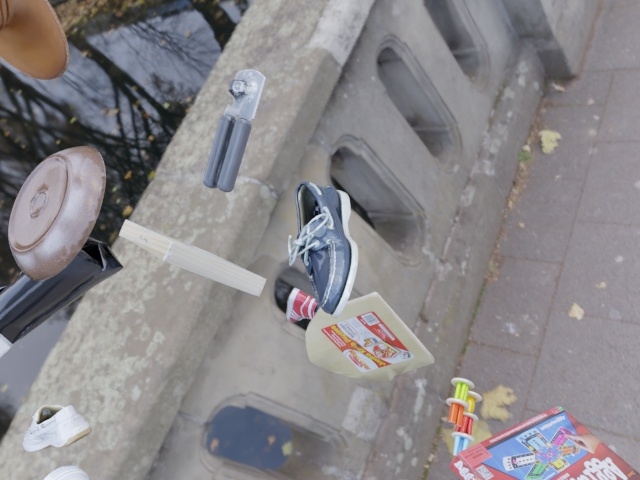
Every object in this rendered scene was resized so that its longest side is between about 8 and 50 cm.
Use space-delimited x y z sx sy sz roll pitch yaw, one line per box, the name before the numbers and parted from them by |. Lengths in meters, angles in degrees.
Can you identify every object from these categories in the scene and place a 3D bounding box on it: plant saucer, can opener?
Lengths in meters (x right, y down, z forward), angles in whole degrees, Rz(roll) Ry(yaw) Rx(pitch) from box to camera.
plant saucer | -0.368 -0.045 0.797 0.198 0.036 0.199 -16 62 31
can opener | -0.183 -0.246 1.325 0.076 0.095 0.284 16 90 19

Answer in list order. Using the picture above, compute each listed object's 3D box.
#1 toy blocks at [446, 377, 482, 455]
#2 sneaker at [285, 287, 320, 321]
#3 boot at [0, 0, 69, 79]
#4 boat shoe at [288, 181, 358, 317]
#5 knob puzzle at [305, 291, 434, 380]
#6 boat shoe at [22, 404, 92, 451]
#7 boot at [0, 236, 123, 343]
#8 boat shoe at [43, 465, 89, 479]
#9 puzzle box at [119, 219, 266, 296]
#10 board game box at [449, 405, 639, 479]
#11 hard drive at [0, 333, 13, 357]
toy blocks | 0.315 0.402 1.317 0.054 0.123 0.148 -1 53 33
sneaker | -0.030 0.139 1.148 0.067 0.118 0.042 24 62 11
boot | -0.380 -0.280 0.690 0.109 0.283 0.220 -27 46 -13
boat shoe | 0.000 0.000 0.809 0.095 0.079 0.255 -56 22 36
knob puzzle | 0.061 0.164 0.959 0.213 0.213 0.030 -18 34 28
boat shoe | -0.633 0.432 1.387 0.277 0.098 0.096 -23 91 39
boot | -0.712 0.153 1.332 0.445 0.146 0.367 -32 1 5
boat shoe | -0.240 0.315 0.574 0.063 0.066 0.184 15 99 42
puzzle box | -0.349 0.041 1.552 0.409 0.272 0.052 16 83 57
board game box | 0.296 0.294 0.740 0.145 0.281 0.027 44 119 36
hard drive | -0.556 0.085 0.712 0.040 0.307 0.203 -39 13 17
